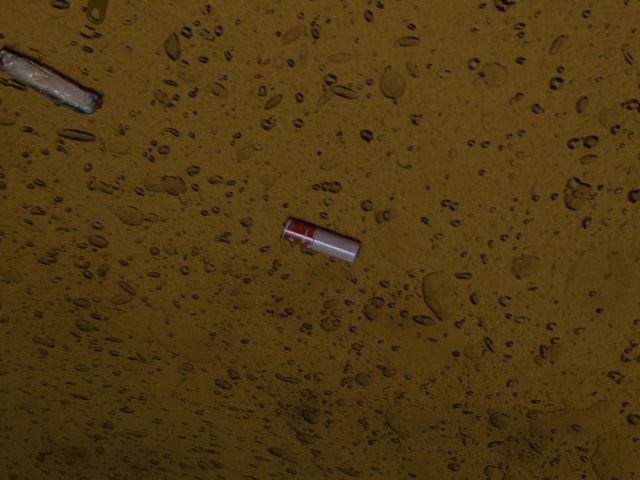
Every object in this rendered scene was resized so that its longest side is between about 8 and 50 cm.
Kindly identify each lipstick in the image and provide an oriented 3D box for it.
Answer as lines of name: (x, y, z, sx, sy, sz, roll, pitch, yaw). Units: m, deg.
lipstick: (0.000, 0.000, 1.464, 0.130, 0.038, 0.038, 20, 133, 1)

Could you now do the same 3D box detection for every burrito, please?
burrito: (-0.441, -0.255, 1.394, 0.185, 0.041, 0.045, 29, 91, -6)

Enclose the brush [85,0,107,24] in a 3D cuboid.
brush: (-0.310, -0.395, 1.244, 0.083, 0.011, 0.205, 25, 134, -4)
